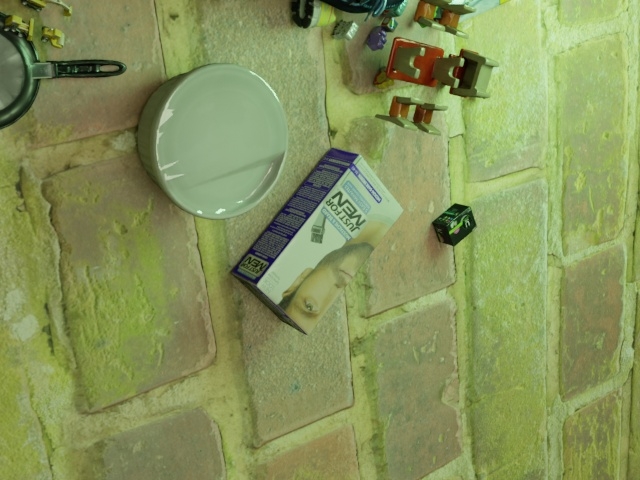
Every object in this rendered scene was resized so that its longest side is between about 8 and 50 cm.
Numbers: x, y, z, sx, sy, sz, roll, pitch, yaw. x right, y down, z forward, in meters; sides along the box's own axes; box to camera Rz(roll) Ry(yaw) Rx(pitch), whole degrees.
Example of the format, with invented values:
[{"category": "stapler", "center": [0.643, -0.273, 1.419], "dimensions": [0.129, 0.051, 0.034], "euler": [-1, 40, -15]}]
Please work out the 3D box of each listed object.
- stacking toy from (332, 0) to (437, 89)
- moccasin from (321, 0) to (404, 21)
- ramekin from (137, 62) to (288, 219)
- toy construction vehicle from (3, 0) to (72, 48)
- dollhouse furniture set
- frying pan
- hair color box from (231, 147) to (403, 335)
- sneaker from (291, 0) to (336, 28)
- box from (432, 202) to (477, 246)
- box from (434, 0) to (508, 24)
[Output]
[{"category": "stacking toy", "center": [0.135, -0.447, 1.737], "dimensions": [0.167, 0.052, 0.221], "euler": [39, 77, -38]}, {"category": "moccasin", "center": [0.064, -0.467, 1.542], "dimensions": [0.342, 0.117, 0.138], "euler": [-13, 116, -46]}, {"category": "ramekin", "center": [-0.200, -0.180, 1.513], "dimensions": [0.273, 0.127, 0.273], "euler": [-10, 108, -34]}, {"category": "toy construction vehicle", "center": [-0.438, -0.350, 1.326], "dimensions": [0.098, 0.035, 0.086], "euler": [21, 61, -41]}, {"category": "dollhouse furniture set", "center": [0.234, -0.360, 1.759], "dimensions": [0.259, 0.135, 0.262], "euler": [3, 106, -42]}, {"category": "frying pan", "center": [-0.478, -0.246, 1.346], "dimensions": [0.326, 0.053, 0.197], "euler": [18, 92, -35]}, {"category": "hair color box", "center": [0.000, 0.000, 1.723], "dimensions": [0.339, 0.110, 0.185], "euler": [-51, 127, -11]}, {"category": "sneaker", "center": [0.002, -0.507, 1.610], "dimensions": [0.094, 0.081, 0.208], "euler": [-6, 112, -43]}, {"category": "box", "center": [0.313, -0.037, 1.974], "dimensions": [0.083, 0.052, 0.062], "euler": [-39, 122, -23]}, {"category": "box", "center": [0.333, -0.576, 1.845], "dimensions": [0.233, 0.044, 0.159], "euler": [-28, 118, -27]}]
